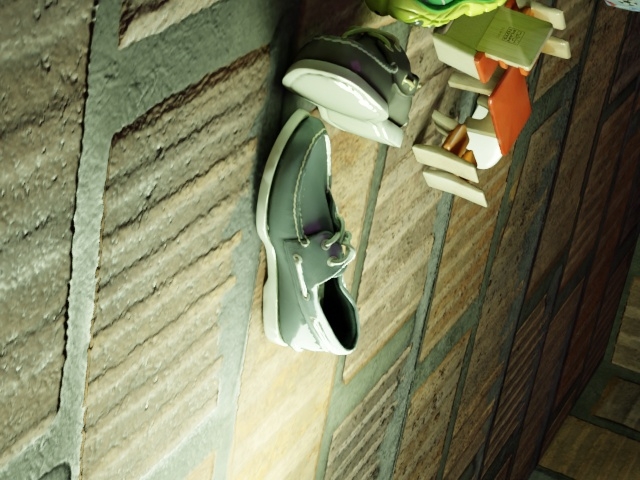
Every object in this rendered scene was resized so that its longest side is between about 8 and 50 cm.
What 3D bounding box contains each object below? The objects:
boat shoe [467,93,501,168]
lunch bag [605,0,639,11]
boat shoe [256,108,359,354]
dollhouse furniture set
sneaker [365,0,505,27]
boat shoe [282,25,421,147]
[{"bbox_3d":[0.253,-0.196,2.112,0.063,0.066,0.184,-26,124,-63],"label":"boat shoe"},{"bbox_3d":[0.549,-0.535,2.503,0.303,0.115,0.243,33,75,-72],"label":"lunch bag"},{"bbox_3d":[0.000,0.000,1.534,0.116,0.099,0.319,-53,155,-41],"label":"boat shoe"},{"bbox_3d":[0.239,-0.202,1.904,0.262,0.135,0.259,-59,155,-15],"label":"dollhouse furniture set"},{"bbox_3d":[0.151,-0.317,1.618,0.295,0.109,0.123,-38,147,-57],"label":"sneaker"},{"bbox_3d":[0.038,-0.166,1.470,0.305,0.109,0.091,28,82,-77],"label":"boat shoe"}]
